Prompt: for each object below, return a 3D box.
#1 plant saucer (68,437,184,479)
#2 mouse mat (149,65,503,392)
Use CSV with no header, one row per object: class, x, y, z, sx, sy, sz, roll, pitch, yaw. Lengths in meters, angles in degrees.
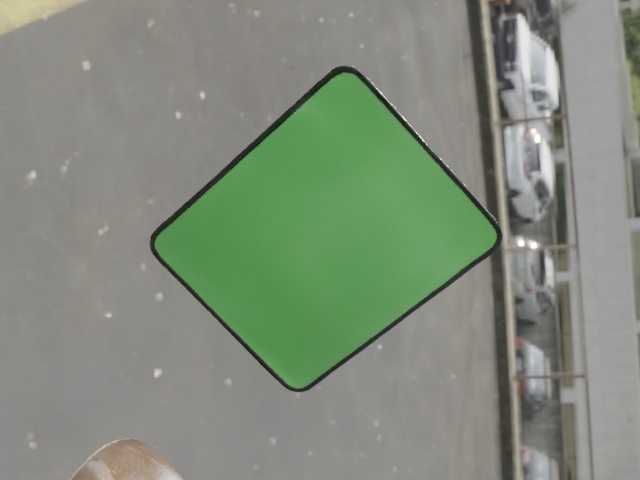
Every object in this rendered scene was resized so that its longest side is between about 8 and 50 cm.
plant saucer,-0.143,0.307,0.713,0.310,0.050,0.310,3,90,-76
mouse mat,0.000,0.000,0.613,0.152,0.190,0.007,47,21,-10
